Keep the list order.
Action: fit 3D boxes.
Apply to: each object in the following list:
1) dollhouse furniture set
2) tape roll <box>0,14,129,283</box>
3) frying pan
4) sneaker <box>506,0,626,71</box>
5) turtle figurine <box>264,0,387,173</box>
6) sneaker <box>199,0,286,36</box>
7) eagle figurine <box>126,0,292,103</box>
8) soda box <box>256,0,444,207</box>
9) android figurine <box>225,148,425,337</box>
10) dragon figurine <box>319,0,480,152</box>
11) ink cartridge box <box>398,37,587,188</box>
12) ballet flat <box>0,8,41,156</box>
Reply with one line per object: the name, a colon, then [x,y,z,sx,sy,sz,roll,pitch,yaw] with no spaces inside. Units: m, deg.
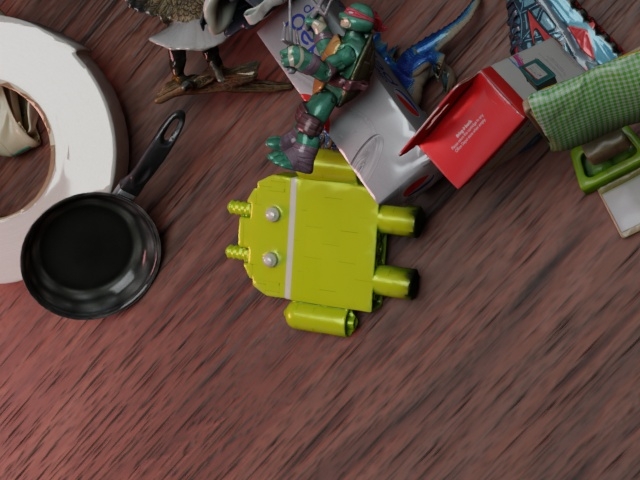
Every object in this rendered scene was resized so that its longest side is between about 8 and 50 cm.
dollhouse furniture set: [0.371,-0.103,1.409,0.198,0.301,0.151,-28,72,14]
tape roll: [-0.470,-0.132,1.813,0.392,0.072,0.392,1,96,9]
frying pan: [-0.310,-0.040,1.732,0.053,0.197,0.326,-131,48,-58]
sneaker: [0.272,-0.262,1.575,0.125,0.104,0.262,-43,71,14]
turtle figurine: [0.003,-0.202,1.465,0.118,0.175,0.234,22,106,6]
sneaker: [-0.128,-0.335,1.579,0.235,0.094,0.153,30,74,30]
eagle figurine: [-0.182,-0.342,1.722,0.225,0.226,0.298,-10,85,41]
soda box: [0.045,-0.180,1.571,0.098,0.091,0.286,-40,73,20]
android figurine: [0.000,0.000,1.660,0.273,0.056,0.248,10,102,20]
dragon figurine: [0.096,-0.218,1.648,0.144,0.085,0.289,27,96,22]
ink cartridge box: [0.207,-0.145,1.468,0.078,0.231,0.134,49,132,11]
ballet flat: [-0.464,-0.250,1.879,0.086,0.086,0.248,-9,90,21]
